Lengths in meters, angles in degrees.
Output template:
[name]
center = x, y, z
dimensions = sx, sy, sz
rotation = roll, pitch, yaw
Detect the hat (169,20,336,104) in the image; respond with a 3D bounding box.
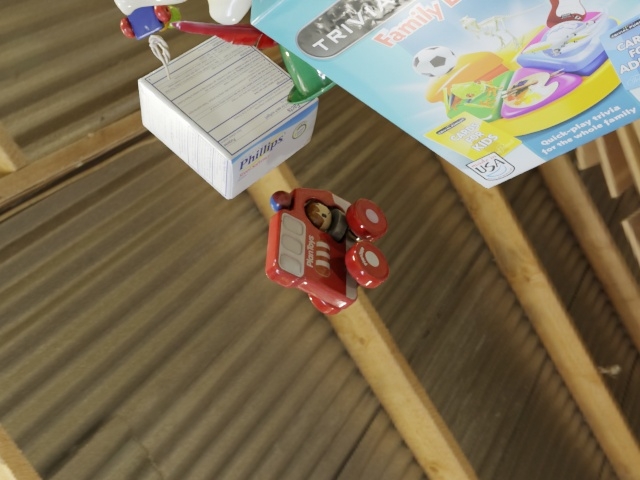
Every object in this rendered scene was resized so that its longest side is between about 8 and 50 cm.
[hat]
center = -0.034, -0.298, 0.926
dimensions = 0.183, 0.173, 0.208
rotation = 49, -124, -22

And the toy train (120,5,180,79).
[toy train]
center = -0.337, -0.456, 1.467
dimensions = 0.247, 0.105, 0.143
rotation = 69, -159, -11

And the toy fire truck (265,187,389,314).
[toy fire truck]
center = 0.000, 0.000, 1.524
dimensions = 0.254, 0.169, 0.302
rotation = 28, -137, -28

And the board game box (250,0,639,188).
[board game box]
center = 0.150, -0.188, 0.606
dimensions = 0.336, 0.254, 0.079
rotation = 26, -128, -37

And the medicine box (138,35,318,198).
[medicine box]
center = -0.201, -0.281, 1.540
dimensions = 0.289, 0.149, 0.263
rotation = 42, -119, 15

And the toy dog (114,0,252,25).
[toy dog]
center = -0.251, -0.549, 1.160
dimensions = 0.408, 0.396, 0.284
rotation = -23, -95, -57
